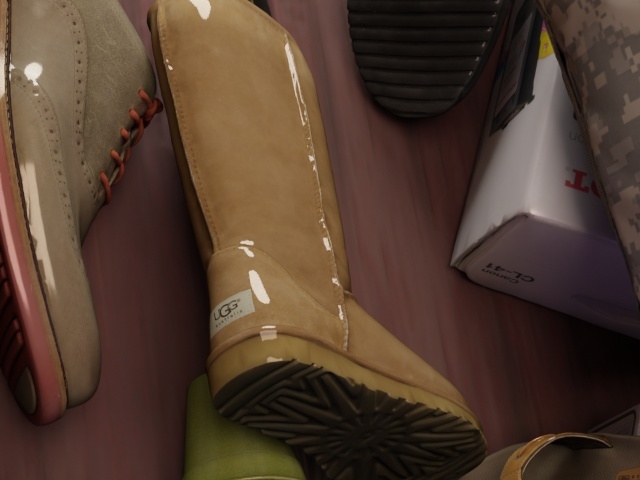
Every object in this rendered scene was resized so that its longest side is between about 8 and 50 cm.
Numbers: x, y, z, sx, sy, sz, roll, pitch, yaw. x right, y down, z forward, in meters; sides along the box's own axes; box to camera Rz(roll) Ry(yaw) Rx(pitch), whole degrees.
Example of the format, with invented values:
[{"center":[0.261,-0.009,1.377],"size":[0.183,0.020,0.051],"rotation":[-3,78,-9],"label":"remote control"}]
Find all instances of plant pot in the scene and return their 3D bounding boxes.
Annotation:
[{"center":[-0.049,0.119,0.938],"size":[0.083,0.083,0.079],"rotation":[-2,61,-16],"label":"plant pot"}]

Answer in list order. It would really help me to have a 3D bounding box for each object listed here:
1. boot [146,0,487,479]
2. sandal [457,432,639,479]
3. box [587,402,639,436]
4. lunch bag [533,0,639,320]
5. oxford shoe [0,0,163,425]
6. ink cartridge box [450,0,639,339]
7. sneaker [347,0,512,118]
[{"center":[0.000,0.000,0.967],"size":[0.236,0.089,0.269],"rotation":[38,31,-47],"label":"boot"},{"center":[0.143,0.143,0.936],"size":[0.049,0.180,0.072],"rotation":[33,54,-41],"label":"sandal"},{"center":[0.227,0.262,0.956],"size":[0.169,0.087,0.290],"rotation":[16,68,-10],"label":"box"},{"center":[0.270,-0.070,0.878],"size":[0.256,0.212,0.305],"rotation":[-20,75,15],"label":"lunch bag"},{"center":[-0.149,-0.066,0.946],"size":[0.130,0.123,0.348],"rotation":[-3,74,-22],"label":"oxford shoe"},{"center":[0.238,-0.098,1.061],"size":[0.226,0.131,0.306],"rotation":[18,66,-9],"label":"ink cartridge box"},{"center":[0.111,-0.240,1.074],"size":[0.122,0.146,0.330],"rotation":[11,92,32],"label":"sneaker"}]
